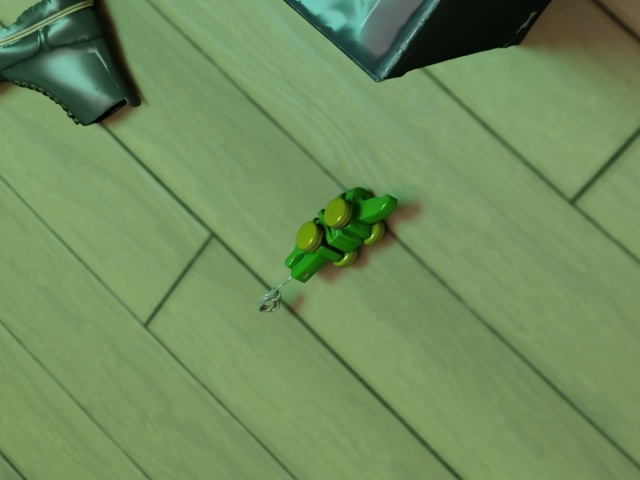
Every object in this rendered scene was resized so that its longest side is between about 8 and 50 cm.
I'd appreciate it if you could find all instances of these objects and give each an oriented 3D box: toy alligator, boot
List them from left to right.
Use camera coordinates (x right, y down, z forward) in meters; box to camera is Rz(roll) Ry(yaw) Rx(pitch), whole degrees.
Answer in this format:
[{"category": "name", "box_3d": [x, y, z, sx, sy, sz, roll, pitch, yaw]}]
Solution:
[{"category": "boot", "box_3d": [-0.293, -0.160, 1.211, 0.198, 0.077, 0.137, -25, 96, 31]}, {"category": "toy alligator", "box_3d": [0.000, 0.000, 1.114, 0.190, 0.056, 0.051, -40, 42, 30]}]

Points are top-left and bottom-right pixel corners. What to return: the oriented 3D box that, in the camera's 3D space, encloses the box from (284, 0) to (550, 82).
[{"category": "box", "box_3d": [0.016, -0.334, 0.879, 0.395, 0.293, 0.212, 42, 118, 11]}]
